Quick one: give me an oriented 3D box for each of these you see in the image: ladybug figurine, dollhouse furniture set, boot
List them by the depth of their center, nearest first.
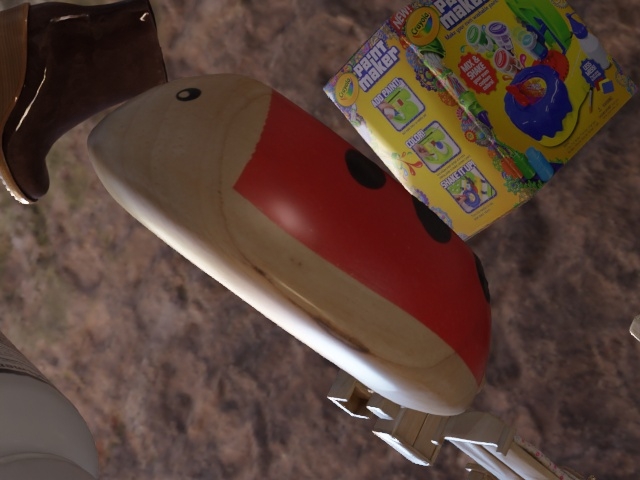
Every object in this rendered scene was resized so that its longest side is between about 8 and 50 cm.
[{"bbox_3d":[0.000,0.000,0.928,0.162,0.449,0.305,-53,-158,-2],"label":"ladybug figurine"},{"bbox_3d":[-0.276,-0.155,1.144,0.090,0.207,0.248,-106,-170,-52],"label":"boot"},{"bbox_3d":[0.244,0.235,1.429,0.355,0.303,0.174,-4,-127,53],"label":"dollhouse furniture set"}]

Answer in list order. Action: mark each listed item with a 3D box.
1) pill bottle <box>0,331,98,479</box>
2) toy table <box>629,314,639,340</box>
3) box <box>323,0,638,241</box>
[{"bbox_3d":[-0.262,0.148,0.685,0.318,0.176,0.176,28,-81,46],"label":"pill bottle"},{"bbox_3d":[0.565,0.138,1.363,0.161,0.252,0.274,50,-55,42],"label":"toy table"},{"bbox_3d":[0.215,-0.201,1.334,0.290,0.279,0.177,-41,-179,-35],"label":"box"}]
